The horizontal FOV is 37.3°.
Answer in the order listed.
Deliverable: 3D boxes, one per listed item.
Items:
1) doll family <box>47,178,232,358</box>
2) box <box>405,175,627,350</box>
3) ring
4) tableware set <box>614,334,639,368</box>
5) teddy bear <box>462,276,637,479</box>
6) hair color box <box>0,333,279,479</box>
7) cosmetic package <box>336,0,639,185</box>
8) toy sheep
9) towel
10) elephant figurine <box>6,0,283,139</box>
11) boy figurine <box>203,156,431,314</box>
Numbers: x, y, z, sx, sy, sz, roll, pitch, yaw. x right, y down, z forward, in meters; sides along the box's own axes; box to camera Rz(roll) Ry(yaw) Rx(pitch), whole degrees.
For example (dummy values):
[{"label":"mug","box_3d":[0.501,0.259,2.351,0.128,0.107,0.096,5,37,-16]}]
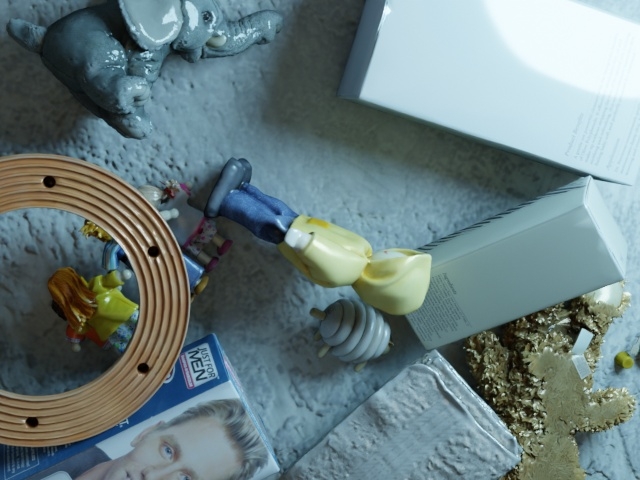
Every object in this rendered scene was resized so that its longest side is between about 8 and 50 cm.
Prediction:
[{"label":"doll family","box_3d":[-0.234,0.040,1.160,0.163,0.118,0.263,37,93,-12]},{"label":"box","box_3d":[0.229,0.032,1.176,0.275,0.094,0.113,-23,106,28]},{"label":"ring","box_3d":[-0.316,0.069,1.071,0.336,0.032,0.337,-2,101,-12]},{"label":"tableware set","box_3d":[0.490,0.188,1.344,0.154,0.024,0.104,25,98,-13]},{"label":"teddy bear","box_3d":[0.306,0.179,1.283,0.245,0.113,0.338,-4,93,-15]},{"label":"hair color box","box_3d":[-0.246,0.276,1.180,0.347,0.105,0.174,-26,124,-4]},{"label":"cosmetic package","box_3d":[0.226,-0.212,1.168,0.365,0.155,0.197,18,96,-10]},{"label":"toy sheep","box_3d":[0.040,0.118,1.232,0.132,0.091,0.091,23,96,-30]},{"label":"towel","box_3d":[0.105,0.290,1.234,0.187,0.049,0.282,47,108,4]},{"label":"elephant figurine","box_3d":[-0.196,-0.251,1.117,0.169,0.186,0.239,34,80,30]},{"label":"boy figurine","box_3d":[0.000,0.000,1.146,0.285,0.177,0.092,27,97,9]}]
